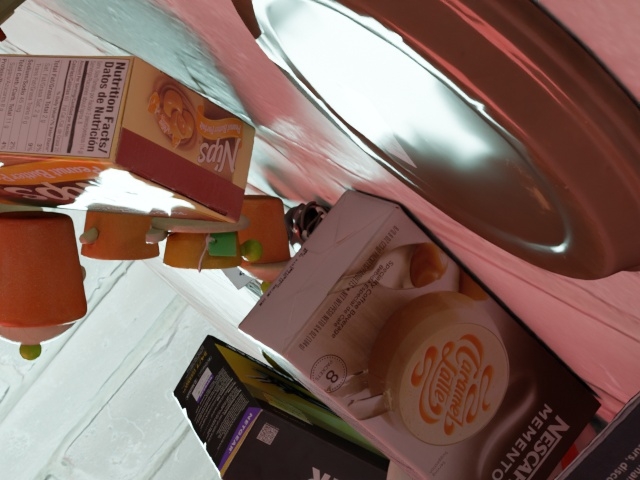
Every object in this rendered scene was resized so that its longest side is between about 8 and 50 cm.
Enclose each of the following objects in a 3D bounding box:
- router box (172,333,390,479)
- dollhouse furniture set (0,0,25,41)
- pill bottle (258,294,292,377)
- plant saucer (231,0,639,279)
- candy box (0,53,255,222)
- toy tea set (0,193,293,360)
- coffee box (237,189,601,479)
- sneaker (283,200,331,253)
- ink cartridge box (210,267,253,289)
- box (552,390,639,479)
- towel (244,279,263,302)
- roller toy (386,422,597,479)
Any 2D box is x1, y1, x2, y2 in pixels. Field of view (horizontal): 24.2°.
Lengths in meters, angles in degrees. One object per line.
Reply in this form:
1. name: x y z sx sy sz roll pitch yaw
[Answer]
1. router box: 0.017 0.227 1.521 0.309 0.081 0.243 30 -176 -21
2. dollhouse furniture set: -0.356 -0.263 1.306 0.259 0.135 0.262 47 178 38
3. pill bottle: -0.004 0.081 1.491 0.117 0.117 0.215 39 171 0
4. plant saucer: 0.055 -0.068 0.718 0.278 0.041 0.278 38 172 6
5. candy box: -0.234 -0.083 1.186 0.316 0.088 0.183 4 170 27
6. toy tea set: -0.168 0.030 1.325 0.336 0.124 0.200 -2 -172 -16
7. coffee box: 0.079 0.096 1.139 0.246 0.141 0.098 42 171 -24
8. sneaker: 0.000 0.000 1.259 0.065 0.061 0.158 48 169 -15
9. ink cartridge box: -0.167 -0.040 1.756 0.165 0.065 0.333 34 171 31
10. box: 0.291 0.328 0.908 0.395 0.212 0.293 35 149 28
11. towel: -0.059 0.107 2.224 0.113 0.023 0.152 39 174 16
12. roller toy: 0.159 0.224 1.286 0.209 0.191 0.146 35 171 26
